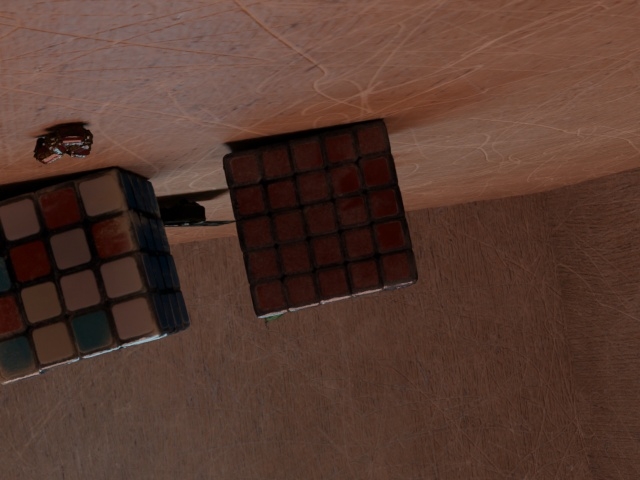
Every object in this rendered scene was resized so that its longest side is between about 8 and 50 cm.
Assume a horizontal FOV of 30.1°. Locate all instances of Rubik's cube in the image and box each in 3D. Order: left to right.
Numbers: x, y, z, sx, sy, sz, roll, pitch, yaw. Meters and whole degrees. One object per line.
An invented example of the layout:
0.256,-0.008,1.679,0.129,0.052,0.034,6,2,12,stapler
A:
-0.363,0.051,1.783,0.253,0.256,0.259,-16,179,4,Rubik's cube
0.001,-0.029,1.712,0.237,0.238,0.237,-10,180,1,Rubik's cube

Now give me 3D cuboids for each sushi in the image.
-0.266,-0.056,2.322,0.192,0.050,0.215,-1,178,-21,sushi

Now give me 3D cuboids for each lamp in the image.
-0.277,-0.107,1.288,0.063,0.031,0.083,-10,175,-19,lamp

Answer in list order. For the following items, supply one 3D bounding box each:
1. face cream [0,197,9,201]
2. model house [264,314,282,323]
-0.635,-0.012,1.798,0.341,0.084,0.137,-17,180,-3,face cream
0.000,0.000,2.240,0.266,0.261,0.321,-11,-178,1,model house
